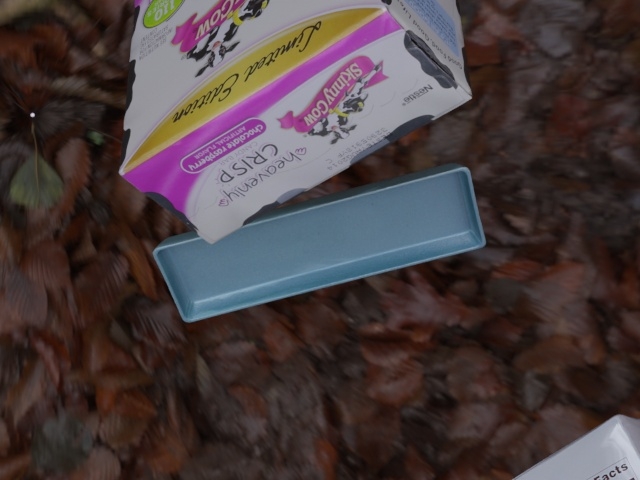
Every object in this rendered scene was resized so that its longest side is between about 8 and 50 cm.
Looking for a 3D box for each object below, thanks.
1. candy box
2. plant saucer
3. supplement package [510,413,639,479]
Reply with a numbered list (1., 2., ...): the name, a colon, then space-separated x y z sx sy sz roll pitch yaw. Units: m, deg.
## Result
1. candy box: -0.017 -0.132 0.719 0.159 0.233 0.071 -29 133 26
2. plant saucer: 0.000 0.000 0.853 0.192 0.018 0.067 -15 132 4
3. supplement package: 0.183 0.225 0.766 0.149 0.194 0.203 -36 60 22
